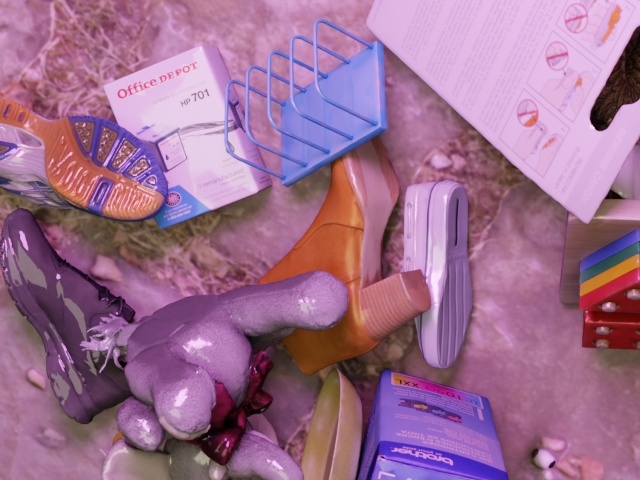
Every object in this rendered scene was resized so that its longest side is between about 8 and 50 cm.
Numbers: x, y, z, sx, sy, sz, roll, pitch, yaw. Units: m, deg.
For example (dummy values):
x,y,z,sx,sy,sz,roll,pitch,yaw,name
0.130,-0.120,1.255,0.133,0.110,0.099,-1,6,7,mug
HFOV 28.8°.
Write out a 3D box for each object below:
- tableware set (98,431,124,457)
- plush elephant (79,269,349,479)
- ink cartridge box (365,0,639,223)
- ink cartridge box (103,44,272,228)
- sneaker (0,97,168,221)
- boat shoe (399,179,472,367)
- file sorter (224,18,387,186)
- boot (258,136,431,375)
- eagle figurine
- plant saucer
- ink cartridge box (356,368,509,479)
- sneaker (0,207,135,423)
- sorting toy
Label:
x,y,z,sx,sy,sz,roll,pitch,yaw,name
-0.203,0.266,1.624,0.154,0.024,0.104,-39,93,11,tableware set
-0.122,0.207,1.453,0.330,0.272,0.255,-3,118,44,plush elephant
0.234,-0.255,1.299,0.385,0.091,0.308,47,132,31,ink cartridge box
-0.162,-0.128,1.531,0.140,0.082,0.190,-21,96,12,ink cartridge box
-0.304,-0.087,1.525,0.296,0.131,0.112,22,71,20,sneaker
0.136,0.039,1.515,0.076,0.083,0.226,6,91,38,boat shoe
-0.021,-0.160,1.435,0.170,0.104,0.118,-28,52,41,file sorter
0.001,0.001,1.516,0.211,0.104,0.295,-27,72,32,boot
0.332,-0.190,1.384,0.225,0.226,0.298,32,106,20,eagle figurine
0.010,0.273,1.484,0.037,0.241,0.241,12,100,-7,plant saucer
0.103,0.332,1.386,0.151,0.395,0.270,13,100,0,ink cartridge box
-0.311,0.084,1.585,0.130,0.109,0.286,-23,100,2,sneaker
0.397,0.050,1.369,0.257,0.255,0.089,2,67,9,sorting toy
